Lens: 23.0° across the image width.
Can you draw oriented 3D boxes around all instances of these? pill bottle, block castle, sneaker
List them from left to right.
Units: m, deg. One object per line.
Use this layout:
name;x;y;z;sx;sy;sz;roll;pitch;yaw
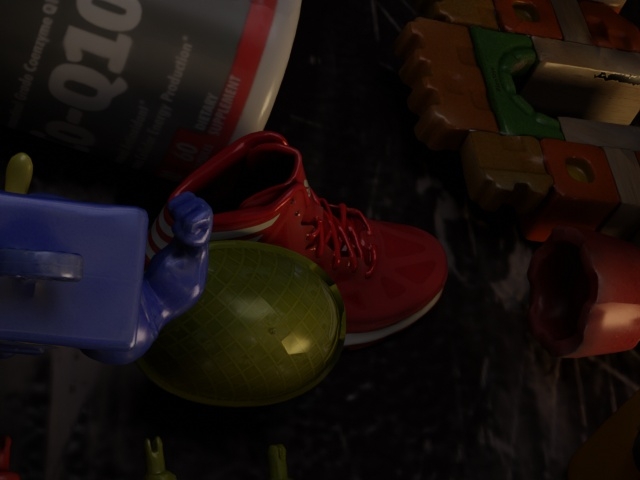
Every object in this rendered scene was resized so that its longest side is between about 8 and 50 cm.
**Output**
pill bottle;-0.166;-0.144;0.956;0.283;0.161;0.161;18;47;-12
sneaker;0.000;0.000;0.939;0.221;0.128;0.087;-8;57;-31
block castle;0.196;-0.170;1.062;0.212;0.303;0.453;5;50;-22

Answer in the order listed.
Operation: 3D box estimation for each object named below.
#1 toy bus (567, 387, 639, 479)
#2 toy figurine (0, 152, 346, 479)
toy bus;0.228;0.244;0.861;0.130;0.108;0.333;11;49;-18
toy figurine;-0.124;0.052;0.733;0.362;0.217;0.191;9;74;-19
